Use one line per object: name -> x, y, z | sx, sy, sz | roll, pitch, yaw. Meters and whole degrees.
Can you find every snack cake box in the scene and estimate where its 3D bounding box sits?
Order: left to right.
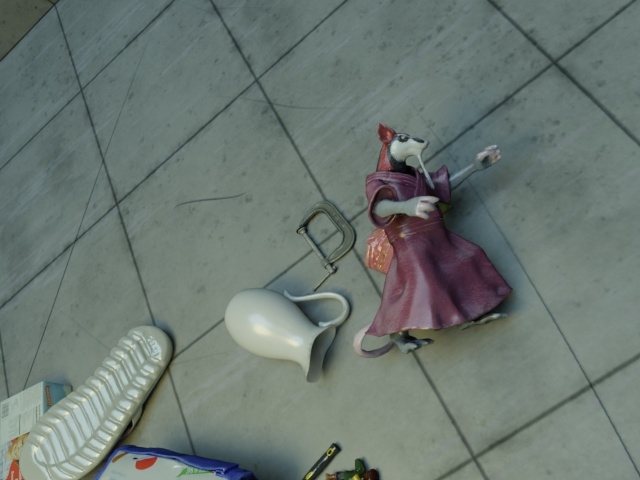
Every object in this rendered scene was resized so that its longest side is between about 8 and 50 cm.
snack cake box -> -0.652, 0.477, 1.429 | 0.152, 0.089, 0.264 | -26, 60, 19

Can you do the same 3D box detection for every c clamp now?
c clamp -> 0.000, 0.000, 1.251 | 0.137, 0.022, 0.161 | -39, 56, 13

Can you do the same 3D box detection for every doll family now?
doll family -> 0.060, 0.455, 1.004 | 0.111, 0.076, 0.193 | -16, 68, 22

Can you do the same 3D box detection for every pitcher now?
pitcher -> -0.063, 0.150, 1.183 | 0.207, 0.125, 0.178 | 22, 63, 26

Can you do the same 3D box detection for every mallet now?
mallet -> -0.029, 0.439, 1.088 | 0.189, 0.039, 0.062 | -43, 55, 5

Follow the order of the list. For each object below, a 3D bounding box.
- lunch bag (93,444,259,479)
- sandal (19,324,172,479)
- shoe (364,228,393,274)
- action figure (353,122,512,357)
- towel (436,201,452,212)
lunch bag -> -0.253, 0.562, 1.055 | 0.328, 0.239, 0.385 | -4, 76, 34
sandal -> -0.467, 0.373, 1.356 | 0.169, 0.102, 0.416 | 40, 82, 22
shoe -> 0.138, -0.023, 1.141 | 0.081, 0.063, 0.178 | 17, 91, 33
action figure -> 0.161, -0.020, 1.037 | 0.276, 0.248, 0.370 | -31, 76, 48
towel -> 0.204, -0.076, 1.161 | 0.060, 0.009, 0.083 | -38, 56, 13
